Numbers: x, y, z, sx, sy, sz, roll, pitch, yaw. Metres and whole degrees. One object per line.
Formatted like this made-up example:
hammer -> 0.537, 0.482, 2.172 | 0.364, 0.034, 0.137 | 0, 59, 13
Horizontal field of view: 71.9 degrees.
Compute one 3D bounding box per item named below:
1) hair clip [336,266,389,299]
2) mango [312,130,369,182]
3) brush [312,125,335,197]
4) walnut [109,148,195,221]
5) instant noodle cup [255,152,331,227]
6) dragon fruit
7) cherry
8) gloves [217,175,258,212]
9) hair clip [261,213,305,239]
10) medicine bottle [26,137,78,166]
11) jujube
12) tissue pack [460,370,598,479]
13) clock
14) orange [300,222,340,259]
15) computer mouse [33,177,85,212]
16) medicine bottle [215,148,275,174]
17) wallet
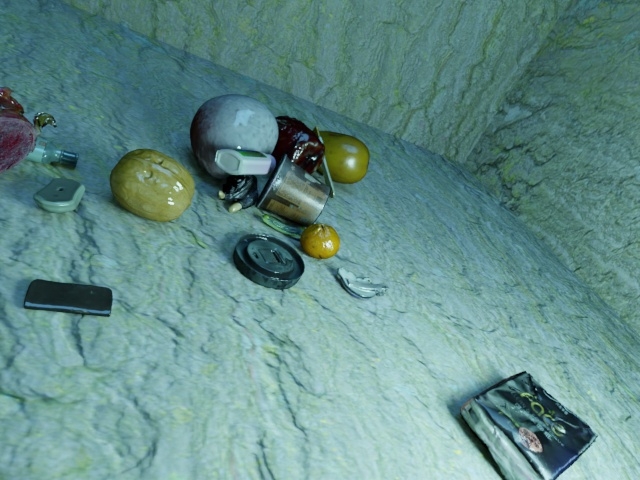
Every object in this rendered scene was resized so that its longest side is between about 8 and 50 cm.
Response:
hair clip -> 0.133, 0.142, 1.408 | 0.172, 0.049, 0.116 | 14, 26, -20
mango -> 0.066, -0.409, 2.103 | 0.378, 0.221, 0.264 | 29, 32, 22
brush -> 0.014, -0.343, 1.956 | 0.020, 0.085, 0.336 | -8, 77, -25
walnut -> -0.466, -0.153, 1.228 | 0.226, 0.193, 0.193 | 30, 28, -2
instant noodle cup -> -0.092, -0.165, 1.567 | 0.207, 0.217, 0.217 | 29, 27, -12
dragon fruit -> -0.814, -0.269, 1.069 | 0.147, 0.211, 0.282 | 43, 59, 7
cherry -> -0.314, -0.382, 1.636 | 0.327, 0.291, 0.334 | -14, 39, -8
gloves -> -0.293, -0.170, 1.485 | 0.106, 0.129, 0.181 | 31, 21, 26
hair clip -> -0.116, -0.041, 1.507 | 0.189, 0.033, 0.060 | 21, 30, -18
medicine bottle -> -0.796, -0.254, 1.234 | 0.209, 0.053, 0.090 | 13, 31, -27
jujube -> -0.128, -0.411, 1.909 | 0.259, 0.258, 0.376 | 10, 34, -30
tissue pack -> 0.530, 0.470, 1.128 | 0.333, 0.123, 0.245 | 0, 41, -42
clock -> -0.152, 0.060, 1.296 | 0.215, 0.041, 0.215 | 22, 28, -12
orange -> 0.002, 0.001, 1.454 | 0.136, 0.117, 0.135 | 23, 34, -17
computer mouse -> -0.656, -0.110, 1.115 | 0.089, 0.056, 0.181 | 16, 24, -20
medicine bottle -> -0.234, -0.259, 1.467 | 0.115, 0.078, 0.219 | 22, 17, 25
wallet -> -0.508, 0.117, 0.901 | 0.157, 0.018, 0.082 | 11, 32, -29
